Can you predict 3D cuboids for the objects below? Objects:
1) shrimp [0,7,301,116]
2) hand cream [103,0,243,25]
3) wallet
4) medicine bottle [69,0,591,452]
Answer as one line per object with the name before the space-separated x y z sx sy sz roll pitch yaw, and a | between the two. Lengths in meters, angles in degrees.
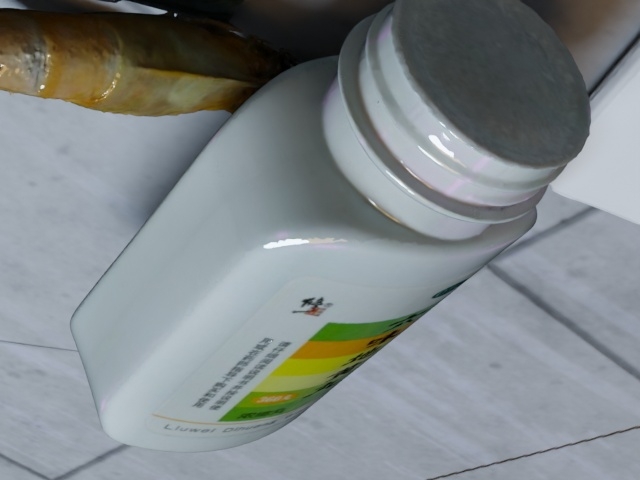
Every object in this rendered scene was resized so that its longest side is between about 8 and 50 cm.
shrimp | -0.108 -0.088 0.646 0.236 0.053 0.133 1 -176 -36
hand cream | -0.031 -0.167 0.562 0.075 0.052 0.248 33 142 -10
wallet | 0.192 -0.073 0.652 0.095 0.033 0.190 18 142 -12
medicine bottle | 0.000 0.000 0.693 0.179 0.124 0.324 -3 151 -37
